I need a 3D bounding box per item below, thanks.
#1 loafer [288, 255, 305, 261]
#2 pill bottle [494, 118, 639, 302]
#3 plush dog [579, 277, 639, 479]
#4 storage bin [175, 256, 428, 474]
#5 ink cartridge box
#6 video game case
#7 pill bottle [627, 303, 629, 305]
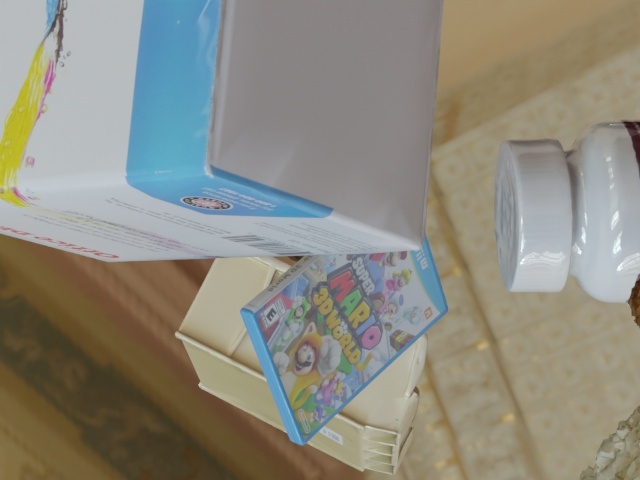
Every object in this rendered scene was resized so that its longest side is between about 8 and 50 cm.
[{"bbox_3d":[0.000,0.000,1.874,0.078,0.080,0.220,28,-174,24],"label":"loafer"},{"bbox_3d":[0.231,-0.020,1.056,0.121,0.221,0.121,178,90,-87],"label":"pill bottle"},{"bbox_3d":[0.199,0.099,0.703,0.210,0.262,0.225,14,-88,-48],"label":"plush dog"},{"bbox_3d":[-0.011,0.136,1.764,0.123,0.260,0.262,-62,-9,-15],"label":"storage bin"},{"bbox_3d":[-0.093,-0.101,0.985,0.198,0.270,0.197,18,-106,-50],"label":"ink cartridge box"},{"bbox_3d":[0.021,0.050,1.140,0.166,0.015,0.119,-40,-54,-31],"label":"video game case"},{"bbox_3d":[0.407,0.032,1.815,0.264,0.146,0.146,23,-135,-75],"label":"pill bottle"}]
